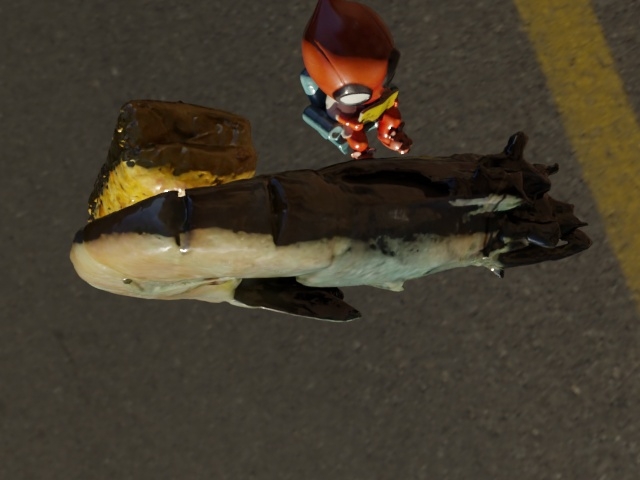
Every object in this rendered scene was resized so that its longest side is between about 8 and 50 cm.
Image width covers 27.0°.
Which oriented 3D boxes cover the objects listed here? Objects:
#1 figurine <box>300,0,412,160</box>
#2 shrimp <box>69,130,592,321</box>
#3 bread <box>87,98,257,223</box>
[{"bbox_3d":[0.022,-0.114,0.912,0.075,0.068,0.140,45,162,31],"label":"figurine"},{"bbox_3d":[0.001,0.008,0.730,0.178,0.289,0.075,-29,74,58],"label":"shrimp"},{"bbox_3d":[-0.120,-0.041,1.052,0.211,0.113,0.083,128,148,-66],"label":"bread"}]
